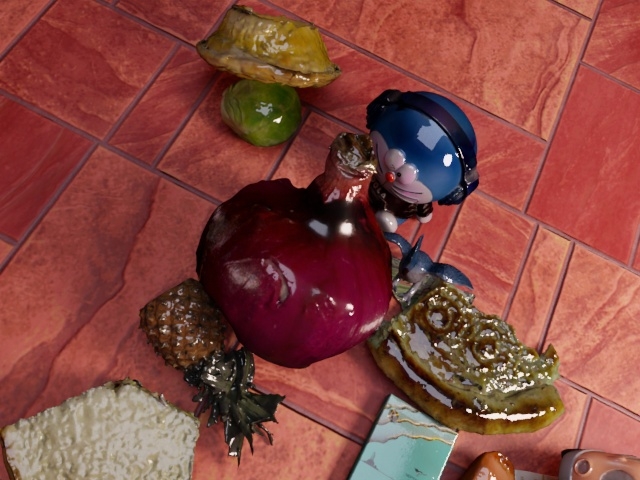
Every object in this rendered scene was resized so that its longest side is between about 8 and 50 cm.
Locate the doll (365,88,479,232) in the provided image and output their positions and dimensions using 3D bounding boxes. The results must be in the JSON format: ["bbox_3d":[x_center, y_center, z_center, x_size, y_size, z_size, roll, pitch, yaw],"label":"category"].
[{"bbox_3d":[0.199,-0.176,1.271,0.284,0.310,0.240,45,67,9],"label":"doll"}]

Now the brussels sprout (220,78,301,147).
[{"bbox_3d":[-0.135,-0.294,1.350,0.180,0.144,0.162,-7,104,10],"label":"brussels sprout"}]

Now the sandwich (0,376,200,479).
[{"bbox_3d":[-0.367,0.393,1.049,0.325,0.131,0.262,-22,73,-14],"label":"sandwich"}]

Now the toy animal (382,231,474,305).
[{"bbox_3d":[0.208,0.048,1.222,0.239,0.176,0.255,34,28,12],"label":"toy animal"}]

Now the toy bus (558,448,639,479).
[{"bbox_3d":[0.597,0.499,1.100,0.287,0.232,0.194,19,68,-29],"label":"toy bus"}]

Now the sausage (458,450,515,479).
[{"bbox_3d":[0.258,0.553,1.114,0.097,0.094,0.348,43,66,-6],"label":"sausage"}]

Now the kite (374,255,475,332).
[{"bbox_3d":[0.226,0.158,1.305,0.267,0.013,0.323,-17,70,-17],"label":"kite"}]

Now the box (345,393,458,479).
[{"bbox_3d":[0.155,0.445,1.164,0.162,0.041,0.229,30,67,2],"label":"box"}]

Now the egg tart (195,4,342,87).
[{"bbox_3d":[-0.108,-0.440,1.328,0.345,0.132,0.345,12,23,-5],"label":"egg tart"}]

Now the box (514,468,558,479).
[{"bbox_3d":[0.466,0.524,1.196,0.166,0.024,0.090,12,67,-5],"label":"box"}]

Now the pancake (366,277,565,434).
[{"bbox_3d":[0.324,0.256,1.237,0.426,0.067,0.305,34,62,7],"label":"pancake"}]

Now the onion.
[{"bbox_3d":[0.000,0.000,1.098,0.398,0.420,0.398,32,26,-18],"label":"onion"}]

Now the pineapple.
[{"bbox_3d":[-0.196,0.249,1.137,0.165,0.165,0.364,-36,86,-20],"label":"pineapple"}]
